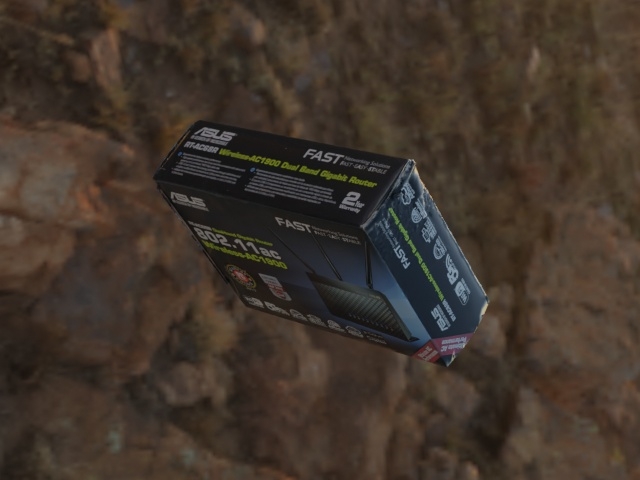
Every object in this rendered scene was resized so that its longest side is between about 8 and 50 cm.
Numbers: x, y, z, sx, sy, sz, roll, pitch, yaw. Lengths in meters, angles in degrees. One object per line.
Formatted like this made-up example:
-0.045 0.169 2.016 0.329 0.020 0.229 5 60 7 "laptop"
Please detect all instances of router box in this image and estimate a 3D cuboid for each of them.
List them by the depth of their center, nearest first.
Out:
0.000 0.000 0.613 0.038 0.122 0.092 -55 135 -24 "router box"
